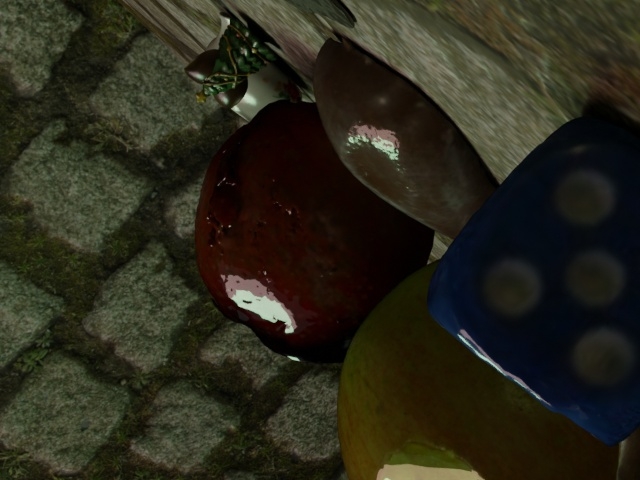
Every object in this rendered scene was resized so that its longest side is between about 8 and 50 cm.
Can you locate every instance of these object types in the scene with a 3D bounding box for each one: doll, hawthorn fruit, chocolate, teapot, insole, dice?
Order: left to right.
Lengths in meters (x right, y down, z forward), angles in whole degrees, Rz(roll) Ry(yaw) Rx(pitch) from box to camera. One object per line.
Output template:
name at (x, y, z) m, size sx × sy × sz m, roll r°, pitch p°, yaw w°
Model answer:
doll at (-0.104, -0.210, 1.378) m, size 0.078 × 0.113 × 0.077 m, roll 41°, pitch 165°, yaw -25°
teapot at (-0.086, -0.207, 1.528) m, size 0.145 × 0.092 × 0.226 m, roll 41°, pitch -177°, yaw 39°
insole at (-0.023, -0.214, 0.975) m, size 0.065 × 0.006 × 0.193 m, roll 42°, pitch 178°, yaw -34°
hawthorn fruit at (-0.015, -0.005, 1.352) m, size 0.316 × 0.316 × 0.316 m, roll 41°, pitch 179°, yaw 1°
chocolate at (0.078, -0.074, 1.076) m, size 0.161 × 0.083 × 0.261 m, roll 38°, pitch 177°, yaw 41°
dice at (0.155, 0.024, 0.662) m, size 0.143 × 0.146 × 0.146 m, roll 38°, pitch -177°, yaw 14°

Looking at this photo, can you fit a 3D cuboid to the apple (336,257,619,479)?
apple at (0.177, 0.177, 1.176) m, size 0.339 × 0.339 × 0.339 m, roll 41°, pitch 179°, yaw 1°

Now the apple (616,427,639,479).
apple at (0.306, 0.144, 0.746) m, size 0.265 × 0.120 × 0.193 m, roll 30°, pitch -154°, yaw -16°
